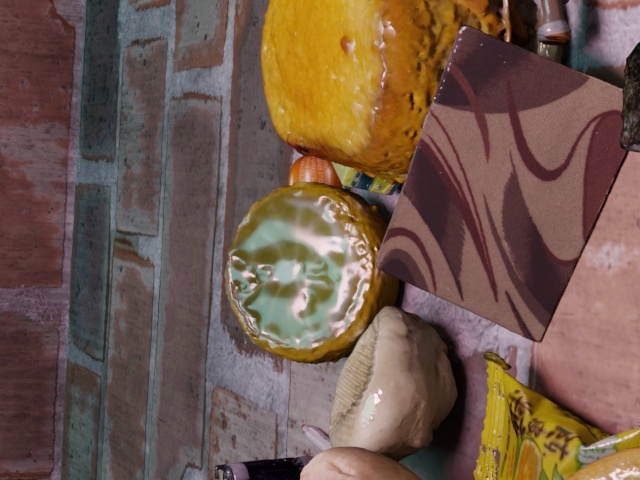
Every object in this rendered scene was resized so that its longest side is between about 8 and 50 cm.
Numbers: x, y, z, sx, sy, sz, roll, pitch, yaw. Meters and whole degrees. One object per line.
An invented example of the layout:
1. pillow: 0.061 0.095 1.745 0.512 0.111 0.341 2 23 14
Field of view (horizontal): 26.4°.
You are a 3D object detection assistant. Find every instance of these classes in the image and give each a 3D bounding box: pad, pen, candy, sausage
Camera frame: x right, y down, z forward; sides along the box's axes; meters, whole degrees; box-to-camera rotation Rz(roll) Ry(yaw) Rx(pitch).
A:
1. pad: 0.202 -0.056 1.525 0.004 0.220 0.330 -49 -20 -57
2. pen: 0.017 0.313 2.041 0.218 0.026 0.026 26 111 62
3. candy: 0.262 0.243 1.474 0.297 0.081 0.187 27 116 59
4. candy: -0.011 0.046 1.909 0.260 0.118 0.260 -3 84 29
5. sausage: 0.000 0.000 2.027 0.093 0.093 0.312 -31 61 60

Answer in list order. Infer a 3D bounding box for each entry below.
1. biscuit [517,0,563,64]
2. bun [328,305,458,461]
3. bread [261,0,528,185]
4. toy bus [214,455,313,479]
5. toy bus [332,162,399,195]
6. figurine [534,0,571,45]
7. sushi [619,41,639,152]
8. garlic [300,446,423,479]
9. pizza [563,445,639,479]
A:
1. biscuit: 0.221 -0.191 1.642 0.265 0.040 0.188 -65 35 37
2. bun: 0.100 0.196 1.756 0.231 0.133 0.231 -160 90 -83
3. bread: 0.076 -0.224 1.654 0.358 0.204 0.336 9 105 57
4. toy bus: -0.040 0.429 2.018 0.305 0.143 0.179 6 96 63
5. toy bus: 0.054 -0.148 1.913 0.088 0.101 0.175 -64 33 34
6. figurine: 0.269 -0.316 1.500 0.147 0.093 0.197 143 119 -85
7. sushi: 0.365 -0.148 1.244 0.225 0.124 0.127 165 106 -69
8. garlic: 0.090 0.389 1.607 0.286 0.249 0.313 -133 36 -54
9. pizza: 0.304 0.325 1.314 0.289 0.081 0.228 -36 77 26
